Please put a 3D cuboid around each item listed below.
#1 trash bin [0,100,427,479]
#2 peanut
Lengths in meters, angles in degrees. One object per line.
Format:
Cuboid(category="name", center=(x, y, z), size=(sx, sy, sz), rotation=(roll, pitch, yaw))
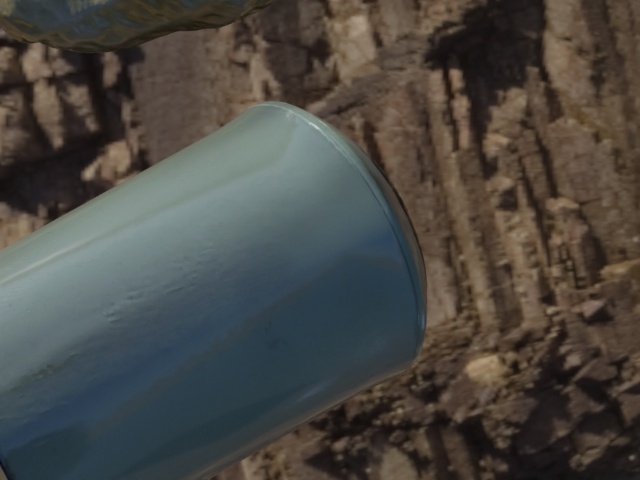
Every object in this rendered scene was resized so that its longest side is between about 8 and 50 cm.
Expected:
Cuboid(category="trash bin", center=(-0.115, 0.067, 1.077), size=(0.280, 0.432, 0.280), rotation=(41, 147, 34))
Cuboid(category="peanut", center=(-0.085, -0.130, 0.569), size=(0.174, 0.080, 0.080), rotation=(-8, 87, 29))
